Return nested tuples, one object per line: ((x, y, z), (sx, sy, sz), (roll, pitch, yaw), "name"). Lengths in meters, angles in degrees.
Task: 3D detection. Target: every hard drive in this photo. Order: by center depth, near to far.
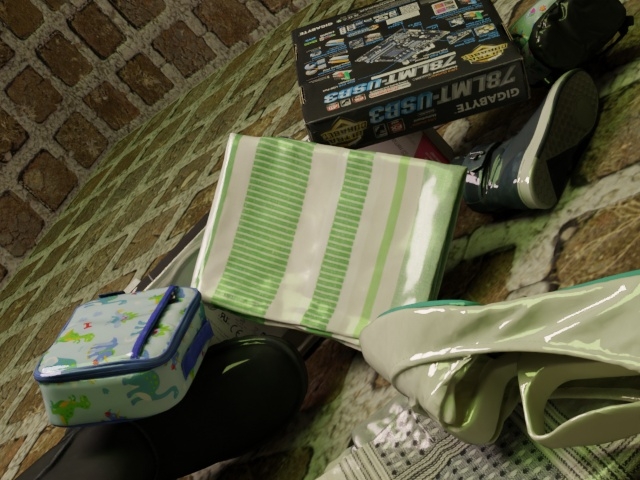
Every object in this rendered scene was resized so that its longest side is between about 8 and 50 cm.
((-0.082, 0.053, 1.345), (0.339, 0.237, 0.064), (-47, 18, -8), "hard drive")

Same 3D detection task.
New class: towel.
((0.133, 0.204, 0.915), (0.312, 0.056, 0.324), (-43, 20, 4), "towel")
((0.000, 0.000, 1.206), (0.324, 0.038, 0.248), (12, 86, 25), "towel")

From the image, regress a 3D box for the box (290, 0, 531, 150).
((0.112, -0.250, 1.347), (0.295, 0.073, 0.293), (-17, 38, 6), "box")

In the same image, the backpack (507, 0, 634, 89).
((0.330, -0.284, 1.355), (0.152, 0.115, 0.182), (-34, 4, -6), "backpack")

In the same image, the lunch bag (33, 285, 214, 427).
((-0.228, 0.132, 1.160), (0.176, 0.090, 0.219), (-7, 20, 10), "lunch bag")

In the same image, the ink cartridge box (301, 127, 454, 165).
((0.063, -0.107, 1.470), (0.237, 0.172, 0.100), (-37, 23, 20), "ink cartridge box")

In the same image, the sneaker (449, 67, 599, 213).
((0.260, -0.128, 1.263), (0.163, 0.086, 0.226), (-9, 41, 53), "sneaker")

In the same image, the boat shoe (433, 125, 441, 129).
((0.207, -0.263, 1.613), (0.267, 0.096, 0.088), (-31, 20, 29), "boat shoe")

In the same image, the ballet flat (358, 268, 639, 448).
((0.169, 0.113, 0.832), (0.400, 0.139, 0.139), (-15, 35, 46), "ballet flat")

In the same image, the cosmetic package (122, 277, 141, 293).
((-0.275, 0.209, 1.534), (0.217, 0.156, 0.385), (-48, 22, -8), "cosmetic package")

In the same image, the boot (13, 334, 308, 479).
((-0.219, 0.270, 1.070), (0.367, 0.146, 0.445), (-28, 2, 15), "boot")
